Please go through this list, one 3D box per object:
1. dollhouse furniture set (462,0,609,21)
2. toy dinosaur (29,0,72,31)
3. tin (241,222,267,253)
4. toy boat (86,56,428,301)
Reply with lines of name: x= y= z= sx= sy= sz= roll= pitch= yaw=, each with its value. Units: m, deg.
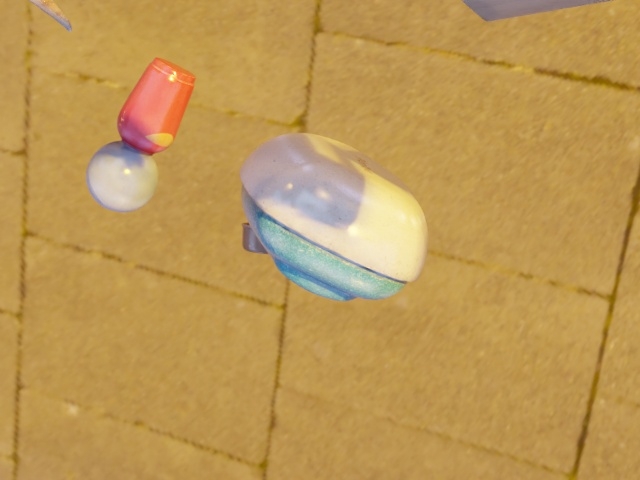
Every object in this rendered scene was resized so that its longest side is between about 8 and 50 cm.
dollhouse furniture set: x=0.096 y=-0.275 z=0.542 sx=0.286 sy=0.303 sz=0.198 roll=2 pitch=65 yaw=52
toy dinosaur: x=-0.177 y=-0.178 z=0.733 sx=0.112 sy=0.211 sz=0.064 roll=-11 pitch=118 yaw=16
tin: x=0.000 y=0.000 z=1.445 sx=0.190 sy=0.106 sz=0.040 roll=3 pitch=98 yaw=5
toy boat: x=-0.054 y=-0.040 z=1.142 sx=0.318 sy=0.267 sz=0.148 roll=27 pitch=101 yaw=-5
